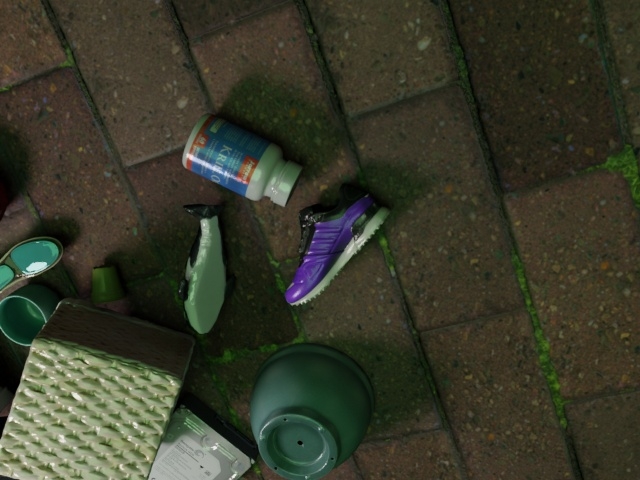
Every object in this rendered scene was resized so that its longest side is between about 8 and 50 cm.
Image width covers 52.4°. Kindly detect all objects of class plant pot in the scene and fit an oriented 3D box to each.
[{"bbox_3d":[-0.491,0.097,1.493,0.083,0.083,0.079,-3,97,12],"label":"plant pot"},{"bbox_3d":[-0.032,0.406,1.454,0.293,0.196,0.293,3,111,9],"label":"plant pot"}]

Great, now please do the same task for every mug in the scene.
[{"bbox_3d":[-0.680,0.181,1.543,0.130,0.097,0.157,6,112,8],"label":"mug"}]

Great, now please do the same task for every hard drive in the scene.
[{"bbox_3d":[-0.345,0.569,1.647,0.237,0.064,0.339,41,111,-6],"label":"hard drive"}]

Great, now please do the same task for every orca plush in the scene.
[{"bbox_3d":[-0.278,0.056,1.421,0.102,0.151,0.287,15,120,39],"label":"orca plush"}]

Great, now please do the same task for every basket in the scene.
[{"bbox_3d":[-0.482,0.343,1.412,0.331,0.266,0.328,19,96,-9],"label":"basket"}]

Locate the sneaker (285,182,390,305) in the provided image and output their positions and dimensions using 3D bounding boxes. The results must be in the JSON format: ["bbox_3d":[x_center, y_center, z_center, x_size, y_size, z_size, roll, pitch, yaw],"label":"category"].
[{"bbox_3d":[0.000,0.000,1.352,0.146,0.102,0.293,41,107,-2],"label":"sneaker"}]

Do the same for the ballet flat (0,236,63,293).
[{"bbox_3d":[-0.695,0.053,1.506,0.248,0.086,0.086,-26,104,7],"label":"ballet flat"}]

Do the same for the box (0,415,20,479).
[{"bbox_3d":[-0.703,0.586,1.561,0.343,0.179,0.312,6,120,-41],"label":"box"}]

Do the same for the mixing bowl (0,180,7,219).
[{"bbox_3d":[-0.777,-0.097,1.455,0.182,0.098,0.181,3,111,9],"label":"mixing bowl"}]

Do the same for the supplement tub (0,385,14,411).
[{"bbox_3d":[-0.950,0.351,1.575,0.241,0.241,0.331,-40,104,21],"label":"supplement tub"}]

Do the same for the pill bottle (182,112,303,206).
[{"bbox_3d":[-0.151,-0.155,1.301,0.222,0.124,0.124,25,113,1],"label":"pill bottle"}]
